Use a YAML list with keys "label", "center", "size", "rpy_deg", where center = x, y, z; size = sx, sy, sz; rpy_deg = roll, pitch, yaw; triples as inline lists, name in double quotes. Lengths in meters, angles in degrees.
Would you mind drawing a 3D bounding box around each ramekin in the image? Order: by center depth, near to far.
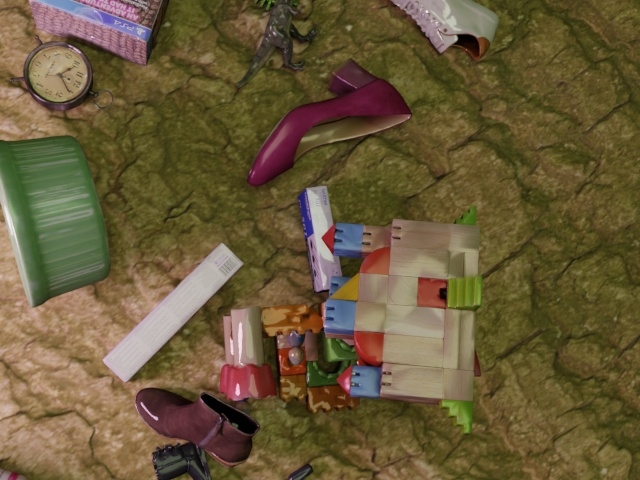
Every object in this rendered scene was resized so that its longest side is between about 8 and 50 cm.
- label: "ramekin"
  center: [-0.484, -0.044, 1.490]
  size: [0.148, 0.303, 0.303]
  rpy_deg: [-15, 85, -21]

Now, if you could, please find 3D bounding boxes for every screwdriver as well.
- label: "screwdriver"
  center: [-0.087, 0.494, 1.631]
  size: [0.170, 0.025, 0.024]
  rpy_deg: [-32, 89, -15]

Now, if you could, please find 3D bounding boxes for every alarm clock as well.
- label: "alarm clock"
  center: [-0.499, -0.313, 1.641]
  size: [0.192, 0.064, 0.129]
  rpy_deg: [27, 77, -5]

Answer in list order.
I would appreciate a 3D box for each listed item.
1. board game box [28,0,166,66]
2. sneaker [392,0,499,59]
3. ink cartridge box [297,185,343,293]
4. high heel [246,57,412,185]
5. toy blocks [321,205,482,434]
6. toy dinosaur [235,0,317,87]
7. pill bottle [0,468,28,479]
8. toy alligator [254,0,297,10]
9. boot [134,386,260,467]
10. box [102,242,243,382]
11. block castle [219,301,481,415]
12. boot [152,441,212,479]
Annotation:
- label: "board game box"
  center: [-0.411, -0.536, 1.653]
  size: [0.232, 0.141, 0.291]
  rpy_deg: [19, 78, -9]
- label: "sneaker"
  center: [0.249, -0.488, 1.807]
  size: [0.290, 0.106, 0.123]
  rpy_deg: [22, 75, -10]
- label: "ink cartridge box"
  center: [0.000, 0.000, 1.686]
  size: [0.046, 0.097, 0.207]
  rpy_deg: [-8, 84, -13]
- label: "high heel"
  center: [0.022, -0.210, 1.700]
  size: [0.181, 0.127, 0.377]
  rpy_deg: [40, 72, 7]
- label: "toy blocks"
  center: [0.121, 0.115, 1.370]
  size: [0.261, 0.191, 0.381]
  rpy_deg: [4, 74, 2]
- label: "toy dinosaur"
  center: [-0.075, -0.424, 1.747]
  size: [0.118, 0.064, 0.268]
  rpy_deg: [23, 97, -28]
- label: "pill bottle"
  center: [-0.672, 0.451, 1.440]
  size: [0.283, 0.160, 0.160]
  rpy_deg: [19, 78, -9]
- label: "toy alligator"
  center: [-0.139, -0.532, 1.755]
  size: [0.189, 0.056, 0.051]
  rpy_deg: [30, 77, -6]
- label: "boot"
  center: [-0.227, 0.313, 1.519]
  size: [0.248, 0.207, 0.090]
  rpy_deg: [31, 54, 6]
- label: "box"
  center: [-0.284, 0.139, 1.620]
  size: [0.067, 0.063, 0.324]
  rpy_deg: [44, 76, -2]
- label: "block castle"
  center: [0.039, 0.223, 1.556]
  size: [0.453, 0.303, 0.213]
  rpy_deg: [-4, 83, -12]
- label: "boot"
  center: [-0.264, 0.443, 1.589]
  size: [0.099, 0.045, 0.121]
  rpy_deg: [-15, 78, -16]
